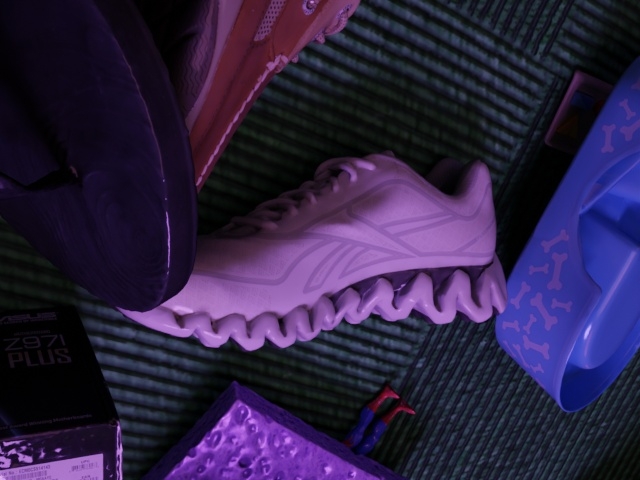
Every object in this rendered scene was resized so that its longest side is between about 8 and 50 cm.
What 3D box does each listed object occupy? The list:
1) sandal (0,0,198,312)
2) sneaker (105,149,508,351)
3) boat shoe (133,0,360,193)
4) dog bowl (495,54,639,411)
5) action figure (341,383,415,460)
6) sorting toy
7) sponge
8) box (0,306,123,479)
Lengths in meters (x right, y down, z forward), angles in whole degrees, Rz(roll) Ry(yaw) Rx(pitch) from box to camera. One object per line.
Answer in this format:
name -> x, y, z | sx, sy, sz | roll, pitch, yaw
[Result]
sandal -> -0.197, -0.144, 0.357 | 0.107, 0.168, 0.445 | -43, 118, -41
sneaker -> 0.000, 0.000, 0.556 | 0.292, 0.110, 0.118 | -5, 104, -33
boat shoe -> -0.028, -0.153, 0.467 | 0.120, 0.122, 0.324 | 15, 105, -41
dog bowl -> 0.233, -0.016, 0.644 | 0.166, 0.074, 0.297 | 17, 103, -55
action figure -> 0.024, 0.166, 0.670 | 0.115, 0.030, 0.038 | -44, 125, -1
sorting toy -> 0.220, -0.093, 0.670 | 0.083, 0.012, 0.062 | 14, 103, -29
sponge -> -0.021, 0.196, 0.635 | 0.210, 0.031, 0.117 | 35, 103, -26
box -> -0.212, 0.106, 0.462 | 0.180, 0.147, 0.077 | -4, 111, -23
